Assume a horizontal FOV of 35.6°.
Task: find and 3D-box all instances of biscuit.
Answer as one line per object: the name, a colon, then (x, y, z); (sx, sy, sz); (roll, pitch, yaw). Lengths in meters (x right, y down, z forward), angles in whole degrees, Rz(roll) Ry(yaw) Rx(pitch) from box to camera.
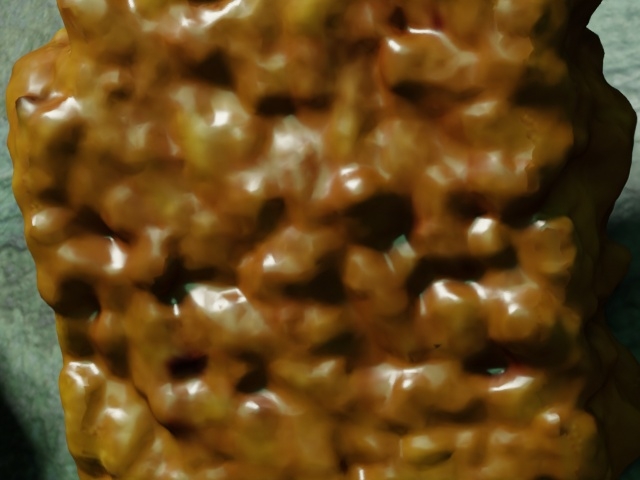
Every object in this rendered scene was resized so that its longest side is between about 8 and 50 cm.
biscuit: (0.000, 0.000, 0.508); (0.318, 0.110, 0.312); (-4, 105, 14)
